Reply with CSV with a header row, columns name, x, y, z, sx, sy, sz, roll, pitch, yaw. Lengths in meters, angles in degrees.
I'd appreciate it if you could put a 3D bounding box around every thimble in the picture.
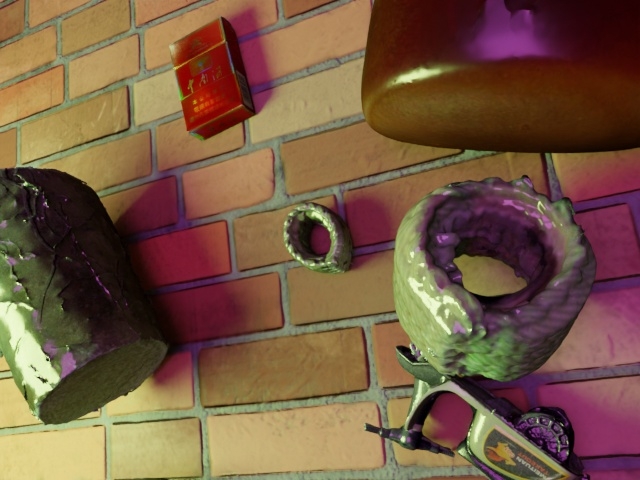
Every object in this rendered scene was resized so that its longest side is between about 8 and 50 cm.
name,x,y,z,sx,sy,sz,roll,pitch,yaw
thimble,0.000,0.000,0.818,0.084,0.062,0.110,-45,66,9
thimble,0.182,0.041,0.643,0.219,0.150,0.218,-3,55,4

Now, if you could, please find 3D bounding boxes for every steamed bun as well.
name,x,y,z,sx,sy,sz,roll,pitch,yaw
steamed bun,0.222,-0.231,0.660,0.380,0.248,0.234,6,82,26

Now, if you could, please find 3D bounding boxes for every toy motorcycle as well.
name,x,y,z,sx,sy,sz,roll,pitch,yaw
toy motorcycle,0.181,0.223,0.681,0.263,0.091,0.157,35,99,26

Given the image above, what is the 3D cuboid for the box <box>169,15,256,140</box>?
name,x,y,z,sx,sy,sz,roll,pitch,yaw
box,-0.181,-0.268,0.958,0.112,0.048,0.175,-22,72,20

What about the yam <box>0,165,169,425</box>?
name,x,y,z,sx,sy,sz,roll,pitch,yaw
yam,-0.391,0.080,0.878,0.241,0.241,0.348,-40,68,13

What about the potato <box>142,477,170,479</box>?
name,x,y,z,sx,sy,sz,roll,pitch,yaw
potato,-0.245,0.445,0.798,0.178,0.160,0.234,-153,70,-64
